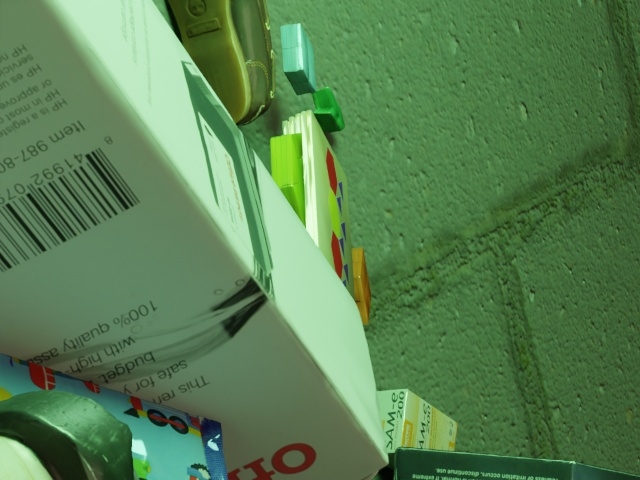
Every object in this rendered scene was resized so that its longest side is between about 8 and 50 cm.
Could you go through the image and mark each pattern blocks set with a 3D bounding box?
[{"bbox_3d":[0.000,0.000,1.602,0.285,0.026,0.324,66,20,-55],"label":"pattern blocks set"}]

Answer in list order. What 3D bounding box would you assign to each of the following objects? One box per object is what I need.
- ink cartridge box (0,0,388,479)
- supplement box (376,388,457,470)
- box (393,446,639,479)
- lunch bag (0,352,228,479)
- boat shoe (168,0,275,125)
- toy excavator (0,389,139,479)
[{"bbox_3d":[-0.176,0.017,1.114,0.395,0.285,0.166,56,15,-35],"label":"ink cartridge box"},{"bbox_3d":[0.085,0.180,1.760,0.098,0.036,0.062,36,54,-49],"label":"supplement box"},{"bbox_3d":[0.196,0.347,1.727,0.296,0.183,0.294,18,76,-58],"label":"box"},{"bbox_3d":[-0.203,0.213,1.041,0.221,0.293,0.138,21,24,-27],"label":"lunch bag"},{"bbox_3d":[-0.081,-0.195,1.553,0.073,0.073,0.207,-26,112,-59],"label":"boat shoe"},{"bbox_3d":[-0.238,0.329,0.847,0.432,0.445,0.222,66,20,-1],"label":"toy excavator"}]
